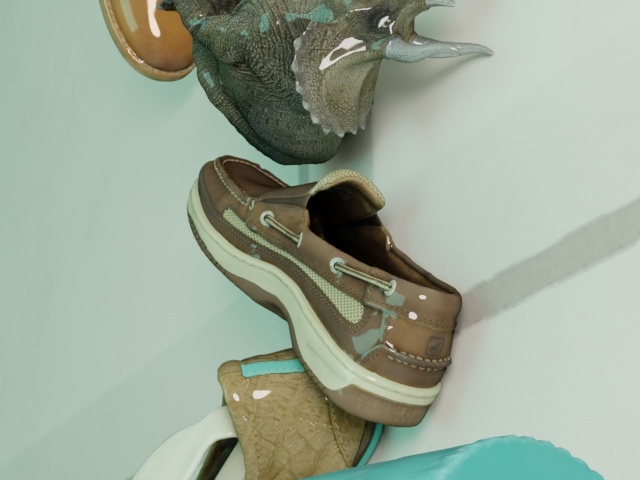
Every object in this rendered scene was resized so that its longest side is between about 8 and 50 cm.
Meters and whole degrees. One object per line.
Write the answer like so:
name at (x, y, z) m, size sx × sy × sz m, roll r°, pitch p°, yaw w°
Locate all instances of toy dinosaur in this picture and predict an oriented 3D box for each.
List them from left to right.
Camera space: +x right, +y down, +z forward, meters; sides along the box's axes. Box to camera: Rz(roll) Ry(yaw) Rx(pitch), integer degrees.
toy dinosaur at (-0.028, -0.105, 0.932) m, size 0.160 × 0.121 × 0.313 m, roll 58°, pitch 159°, yaw 7°

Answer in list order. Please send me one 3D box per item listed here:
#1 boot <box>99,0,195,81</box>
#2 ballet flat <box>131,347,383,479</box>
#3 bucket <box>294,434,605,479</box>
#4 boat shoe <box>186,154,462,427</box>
boot at (-0.072, -0.274, 1.130) m, size 0.220 × 0.109 × 0.284 m, roll -11°, pitch 64°, yaw 58°
ballet flat at (-0.078, 0.198, 0.929) m, size 0.342 × 0.124 × 0.116 m, roll -63°, pitch 30°, yaw 32°
bucket at (0.024, 0.209, 0.527) m, size 0.183 × 0.281 × 0.281 m, roll -25°, pitch 56°, yaw 33°
boat shoe at (0.006, 0.001, 0.874) m, size 0.257 × 0.095 × 0.095 m, roll 45°, pitch 118°, yaw 46°
